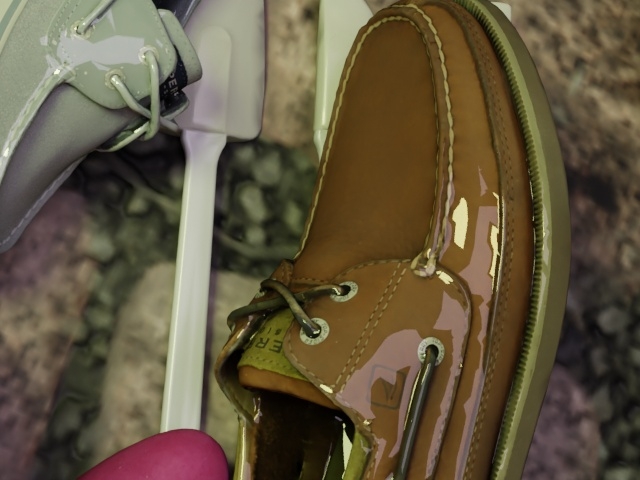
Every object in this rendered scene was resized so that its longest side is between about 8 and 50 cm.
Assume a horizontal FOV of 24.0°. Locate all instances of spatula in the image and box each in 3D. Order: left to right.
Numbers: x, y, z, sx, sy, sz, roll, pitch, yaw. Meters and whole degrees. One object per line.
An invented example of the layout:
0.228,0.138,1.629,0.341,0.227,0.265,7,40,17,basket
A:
0.000,0.000,0.652,0.168,0.019,0.242,8,80,-19,spatula

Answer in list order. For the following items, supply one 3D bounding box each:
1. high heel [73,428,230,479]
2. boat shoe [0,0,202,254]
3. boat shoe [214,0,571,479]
-0.101,0.163,0.523,0.082,0.117,0.244,45,69,-6,high heel
-0.084,-0.082,0.593,0.081,0.079,0.227,19,68,10,boat shoe
0.020,0.047,0.574,0.104,0.111,0.307,7,79,-30,boat shoe
